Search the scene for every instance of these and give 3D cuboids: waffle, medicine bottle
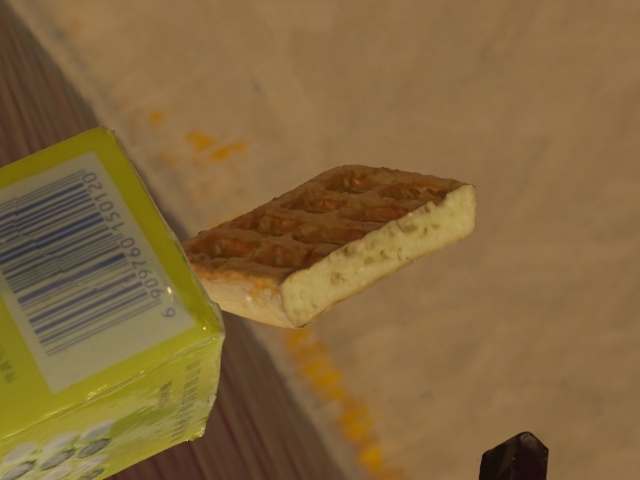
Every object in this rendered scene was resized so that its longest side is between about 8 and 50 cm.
[{"bbox_3d":[0.000,0.000,1.626,0.274,0.168,0.057,-28,117,-42],"label":"waffle"},{"bbox_3d":[-0.185,0.068,0.903,0.250,0.141,0.137,-24,164,-21],"label":"medicine bottle"}]

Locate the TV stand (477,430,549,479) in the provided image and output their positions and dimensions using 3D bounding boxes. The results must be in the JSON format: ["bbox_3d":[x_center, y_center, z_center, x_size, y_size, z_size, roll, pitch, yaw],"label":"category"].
[{"bbox_3d":[0.090,0.205,0.918,0.042,0.249,0.036,35,132,-20],"label":"TV stand"}]
